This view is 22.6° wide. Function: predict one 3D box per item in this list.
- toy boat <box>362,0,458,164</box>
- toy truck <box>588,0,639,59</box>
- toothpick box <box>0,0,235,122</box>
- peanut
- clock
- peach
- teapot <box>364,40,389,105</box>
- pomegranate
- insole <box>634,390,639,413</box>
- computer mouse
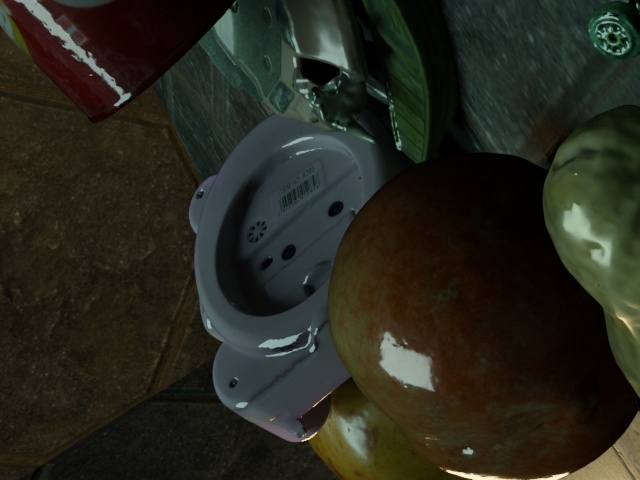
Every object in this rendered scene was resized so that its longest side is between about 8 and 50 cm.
[{"bbox_3d":[0.066,-0.175,1.345,0.093,0.055,0.293,50,168,40],"label":"toy boat"},{"bbox_3d":[0.208,-0.080,0.840,0.078,0.080,0.154,7,134,44],"label":"toy truck"},{"bbox_3d":[-0.235,-0.285,1.333,0.333,0.204,0.204,45,176,-16],"label":"toothpick box"},{"bbox_3d":[0.223,0.029,0.976,0.256,0.123,0.123,57,174,-32],"label":"peanut"},{"bbox_3d":[0.000,0.000,1.554,0.113,0.295,0.322,35,-157,-38],"label":"clock"},{"bbox_3d":[0.133,0.060,1.203,0.252,0.252,0.252,56,172,13],"label":"peach"},{"bbox_3d":[0.066,-0.142,1.517,0.110,0.043,0.043,50,169,33],"label":"teapot"},{"bbox_3d":[0.104,0.143,1.636,0.264,0.264,0.264,56,172,13],"label":"pomegranate"},{"bbox_3d":[0.249,0.113,1.090,0.080,0.003,0.232,33,-162,4],"label":"insole"},{"bbox_3d":[-0.024,-0.221,1.484,0.389,0.115,0.199,50,155,38],"label":"computer mouse"}]
